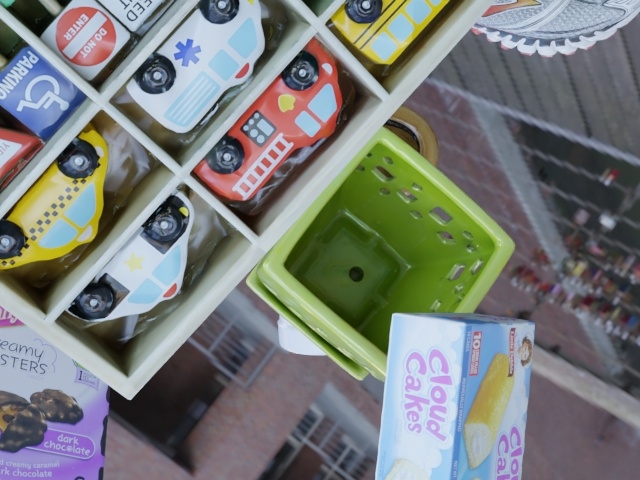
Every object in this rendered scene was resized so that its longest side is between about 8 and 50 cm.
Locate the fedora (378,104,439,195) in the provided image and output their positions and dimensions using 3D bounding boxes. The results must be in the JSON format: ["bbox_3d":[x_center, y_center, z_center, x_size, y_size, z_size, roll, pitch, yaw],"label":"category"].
[{"bbox_3d":[0.101,-0.139,1.794,0.194,0.194,0.079,34,166,16],"label":"fedora"}]

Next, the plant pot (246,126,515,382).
[{"bbox_3d":[0.056,0.031,1.288,0.228,0.227,0.207,41,162,-6],"label":"plant pot"}]

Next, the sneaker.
[{"bbox_3d":[0.121,-0.181,0.719,0.225,0.088,0.093,-1,161,-7],"label":"sneaker"}]

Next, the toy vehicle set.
[{"bbox_3d":[-0.054,-0.082,0.449,0.166,0.267,0.035,42,-179,-26],"label":"toy vehicle set"}]

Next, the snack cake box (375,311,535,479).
[{"bbox_3d":[0.135,0.207,1.079,0.089,0.264,0.152,5,180,39],"label":"snack cake box"}]

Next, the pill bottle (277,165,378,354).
[{"bbox_3d":[0.000,0.000,1.589,0.176,0.318,0.176,-1,-169,0],"label":"pill bottle"}]

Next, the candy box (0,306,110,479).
[{"bbox_3d":[-0.241,0.102,0.778,0.165,0.196,0.070,20,146,-35],"label":"candy box"}]
